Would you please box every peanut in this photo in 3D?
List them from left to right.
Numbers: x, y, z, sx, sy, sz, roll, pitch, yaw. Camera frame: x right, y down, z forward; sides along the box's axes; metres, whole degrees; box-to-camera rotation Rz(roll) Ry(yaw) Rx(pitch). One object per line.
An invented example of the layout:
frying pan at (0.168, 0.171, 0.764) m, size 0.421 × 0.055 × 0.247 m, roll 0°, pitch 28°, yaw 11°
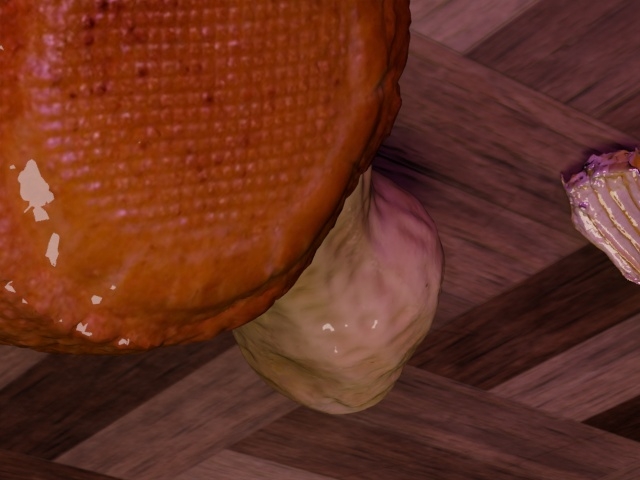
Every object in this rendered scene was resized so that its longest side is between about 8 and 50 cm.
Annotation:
peanut at (0.000, 0.000, 1.021) m, size 0.147 × 0.148 × 0.319 m, roll -7°, pitch 144°, yaw 8°

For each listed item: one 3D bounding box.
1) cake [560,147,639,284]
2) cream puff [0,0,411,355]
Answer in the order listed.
cake at (0.234, 0.021, 1.089) m, size 0.079 × 0.116 × 0.185 m, roll -22°, pitch 149°, yaw 34°
cream puff at (-0.118, -0.098, 0.728) m, size 0.212 × 0.303 × 0.303 m, roll 25°, pitch 174°, yaw 45°
